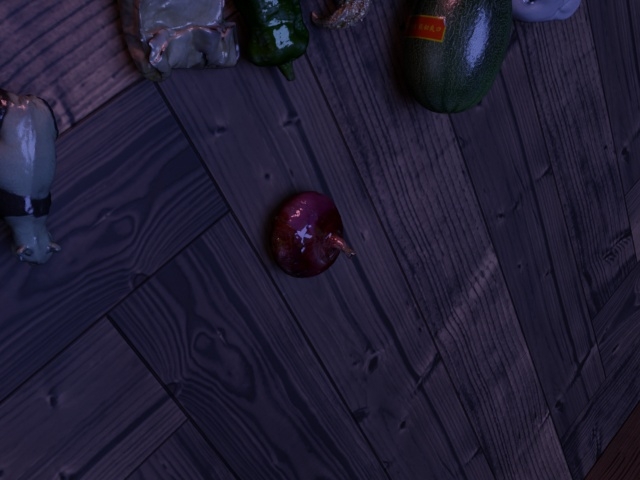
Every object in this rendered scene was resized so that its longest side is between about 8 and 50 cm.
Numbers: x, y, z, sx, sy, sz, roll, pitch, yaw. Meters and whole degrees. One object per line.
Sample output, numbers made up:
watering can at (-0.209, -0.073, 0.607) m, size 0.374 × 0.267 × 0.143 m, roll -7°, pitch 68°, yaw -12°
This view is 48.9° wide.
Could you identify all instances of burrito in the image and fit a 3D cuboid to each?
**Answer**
burrito at (-0.206, -0.376, 0.911) m, size 0.175 × 0.107 × 0.348 m, roll -42°, pitch 129°, yaw -42°

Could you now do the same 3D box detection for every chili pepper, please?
chili pepper at (-0.079, -0.359, 1.019) m, size 0.099 × 0.136 × 0.270 m, roll -7°, pitch 119°, yaw 9°

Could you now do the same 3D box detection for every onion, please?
onion at (0.000, 0.000, 1.166) m, size 0.150 × 0.140 × 0.150 m, roll -17°, pitch 117°, yaw -38°

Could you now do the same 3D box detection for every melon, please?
melon at (0.241, -0.365, 1.231) m, size 0.182 × 0.182 × 0.288 m, roll 8°, pitch 100°, yaw -41°

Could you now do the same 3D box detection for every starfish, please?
starfish at (0.066, -0.436, 1.102) m, size 0.238 × 0.071 × 0.216 m, roll -12°, pitch 131°, yaw -33°

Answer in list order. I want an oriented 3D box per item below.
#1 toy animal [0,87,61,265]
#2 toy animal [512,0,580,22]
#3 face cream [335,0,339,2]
toy animal at (-0.363, -0.076, 0.855) m, size 0.094 × 0.121 × 0.225 m, roll -5°, pitch 108°, yaw -39°
toy animal at (0.481, -0.580, 1.388) m, size 0.357 × 0.194 × 0.258 m, roll -56°, pitch 156°, yaw 8°
face cream at (0.105, -0.612, 1.111) m, size 0.420 × 0.137 × 0.235 m, roll -47°, pitch 130°, yaw -5°
